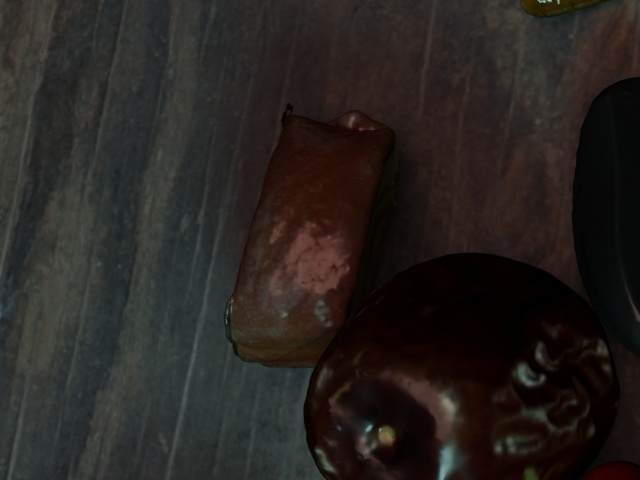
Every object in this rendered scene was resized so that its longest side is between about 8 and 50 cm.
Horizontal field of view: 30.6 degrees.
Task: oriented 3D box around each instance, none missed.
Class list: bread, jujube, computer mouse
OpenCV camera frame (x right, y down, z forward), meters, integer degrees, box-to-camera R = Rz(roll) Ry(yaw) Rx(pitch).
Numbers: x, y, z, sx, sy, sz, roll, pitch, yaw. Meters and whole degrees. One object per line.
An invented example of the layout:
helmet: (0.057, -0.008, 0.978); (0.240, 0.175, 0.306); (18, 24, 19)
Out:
bread: (-0.002, -0.004, 1.066); (0.123, 0.190, 0.244); (8, 80, 11)
jujube: (0.112, 0.119, 0.932); (0.223, 0.318, 0.223); (4, 98, 27)
computer mouse: (0.280, -0.008, 0.981); (0.138, 0.086, 0.269); (13, 63, -14)

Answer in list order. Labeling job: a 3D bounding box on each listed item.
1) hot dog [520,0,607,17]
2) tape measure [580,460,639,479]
hot dog: (0.258, -0.254, 1.065); (0.165, 0.045, 0.071); (-16, 77, 20)
tape measure: (0.248, 0.296, 0.911); (0.260, 0.114, 0.253); (25, 130, -13)
